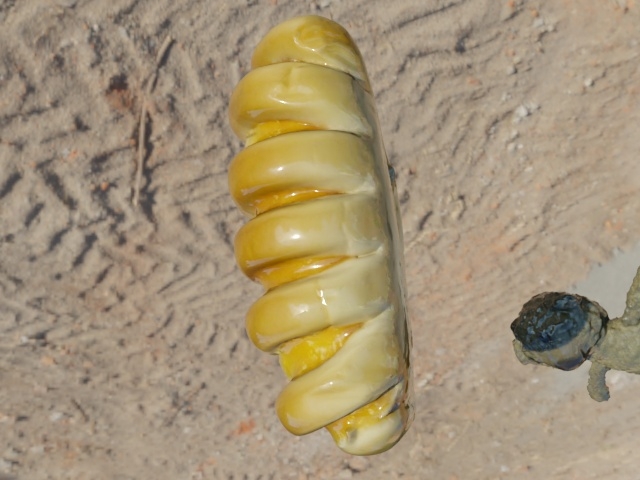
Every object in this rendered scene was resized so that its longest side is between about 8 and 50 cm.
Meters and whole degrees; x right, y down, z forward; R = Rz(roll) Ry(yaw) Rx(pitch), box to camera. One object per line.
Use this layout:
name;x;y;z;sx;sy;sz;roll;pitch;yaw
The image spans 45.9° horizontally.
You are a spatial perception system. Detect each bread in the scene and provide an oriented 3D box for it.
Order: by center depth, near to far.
bread;0.000;0.000;0.555;0.121;0.311;0.173;-8;169;7

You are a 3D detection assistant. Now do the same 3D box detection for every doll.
doll;0.357;0.124;0.835;0.286;0.091;0.203;27;137;-19
